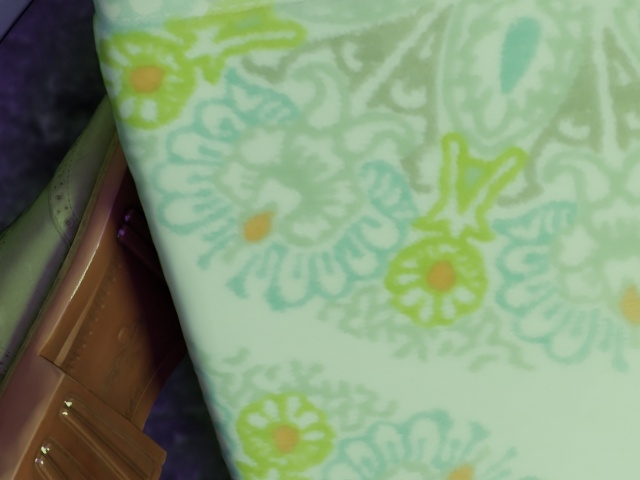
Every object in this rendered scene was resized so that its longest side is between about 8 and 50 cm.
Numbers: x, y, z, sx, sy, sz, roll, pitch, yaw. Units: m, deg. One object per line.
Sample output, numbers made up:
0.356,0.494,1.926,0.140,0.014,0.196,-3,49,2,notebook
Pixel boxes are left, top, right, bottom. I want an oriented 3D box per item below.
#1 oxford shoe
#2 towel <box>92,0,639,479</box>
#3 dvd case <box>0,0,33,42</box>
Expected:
-0.118,0.008,0.795,0.123,0.130,0.348,59,46,-46,oxford shoe
0.099,0.006,0.731,0.320,0.090,0.375,-8,119,12,towel
-0.221,-0.141,0.785,0.179,0.029,0.239,40,77,-22,dvd case
